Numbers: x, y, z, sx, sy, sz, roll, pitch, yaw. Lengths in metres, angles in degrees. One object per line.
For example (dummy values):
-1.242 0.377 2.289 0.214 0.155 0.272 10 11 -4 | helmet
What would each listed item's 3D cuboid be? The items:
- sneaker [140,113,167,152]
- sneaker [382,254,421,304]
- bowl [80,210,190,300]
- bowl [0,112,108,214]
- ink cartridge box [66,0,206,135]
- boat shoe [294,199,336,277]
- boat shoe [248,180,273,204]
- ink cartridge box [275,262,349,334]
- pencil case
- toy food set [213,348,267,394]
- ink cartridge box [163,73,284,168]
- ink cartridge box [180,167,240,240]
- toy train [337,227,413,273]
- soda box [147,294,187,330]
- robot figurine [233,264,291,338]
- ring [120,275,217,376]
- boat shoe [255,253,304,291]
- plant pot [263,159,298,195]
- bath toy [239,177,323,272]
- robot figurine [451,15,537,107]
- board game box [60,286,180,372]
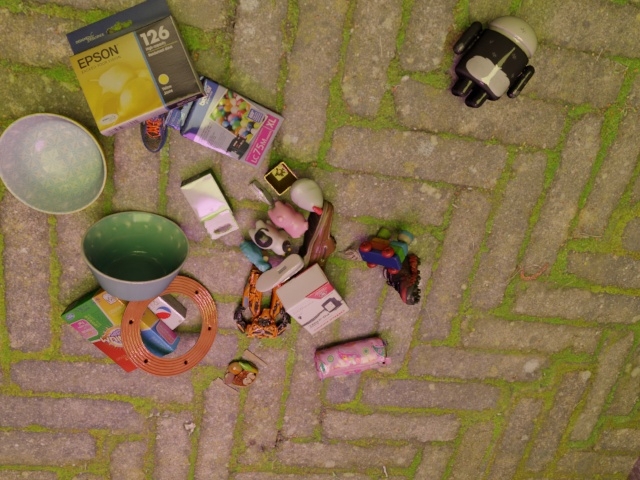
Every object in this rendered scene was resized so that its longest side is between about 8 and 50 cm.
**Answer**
-0.495 -0.367 1.483 0.083 0.087 0.221 5 112 -10 | sneaker
0.281 0.137 1.737 0.135 0.276 0.097 1 115 9 | sneaker
-0.575 0.069 1.568 0.312 0.311 0.163 9 130 -13 | bowl
-0.754 -0.236 1.460 0.290 0.156 0.289 -3 114 -7 | bowl
-0.517 -0.489 1.382 0.304 0.072 0.307 -23 96 1 | ink cartridge box
0.000 0.000 1.718 0.105 0.110 0.307 10 121 -17 | boat shoe
-0.198 -0.152 1.656 0.035 0.035 0.100 -25 122 33 | boat shoe
-0.021 0.208 1.740 0.172 0.100 0.237 -34 144 1 | ink cartridge box
0.120 0.453 1.919 0.284 0.124 0.124 -11 114 -3 | pencil case
-0.304 0.517 1.922 0.132 0.038 0.192 40 102 -22 | toy food set
-0.287 -0.359 1.508 0.311 0.065 0.185 22 108 -26 | ink cartridge box
-0.354 -0.115 1.628 0.109 0.062 0.209 -25 115 2 | ink cartridge box
0.191 0.014 1.748 0.143 0.248 0.105 -52 137 -28 | toy train
-0.565 0.211 1.732 0.074 0.069 0.216 -39 113 9 | soda box
-0.197 0.234 1.791 0.211 0.085 0.290 6 112 -13 | robot figurine
-0.503 0.285 1.688 0.337 0.032 0.336 3 86 -40 | ring
-0.133 0.113 1.677 0.184 0.066 0.063 -42 149 4 | boat shoe
-0.129 -0.208 1.611 0.081 0.083 0.081 -38 113 7 | plant pot
-0.108 -0.048 1.639 0.348 0.129 0.151 -47 156 23 | bath toy
0.524 -0.541 1.528 0.209 0.173 0.278 20 112 -49 | robot figurine
-0.677 0.297 1.713 0.242 0.064 0.316 -27 117 23 | board game box
